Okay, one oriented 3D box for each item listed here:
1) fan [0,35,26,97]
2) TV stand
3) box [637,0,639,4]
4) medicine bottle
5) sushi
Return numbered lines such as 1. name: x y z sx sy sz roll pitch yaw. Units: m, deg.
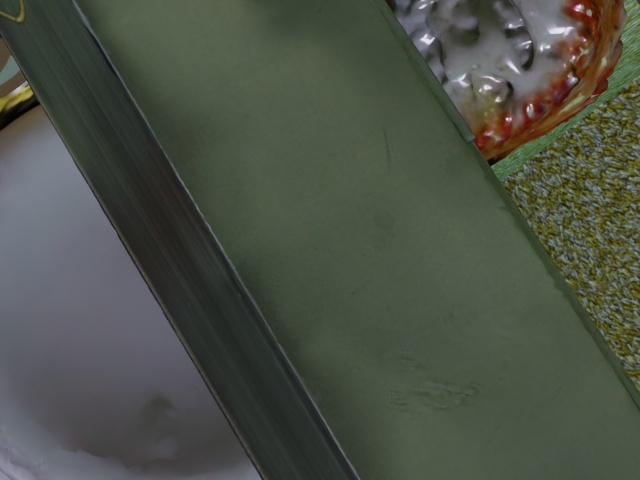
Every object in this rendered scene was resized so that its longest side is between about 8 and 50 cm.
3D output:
1. fan: -0.169 -0.042 0.380 0.152 0.008 0.226 -33 175 1
2. TV stand: 0.000 0.000 0.361 0.088 0.269 0.083 -28 174 -24
3. box: 0.305 -0.226 0.782 0.231 0.155 0.149 -30 176 -42
4. medicine bottle: -0.111 0.068 0.649 0.202 0.202 0.316 -31 174 -26
5. sushi: 0.055 -0.090 0.710 0.332 0.130 0.124 -31 -178 35
